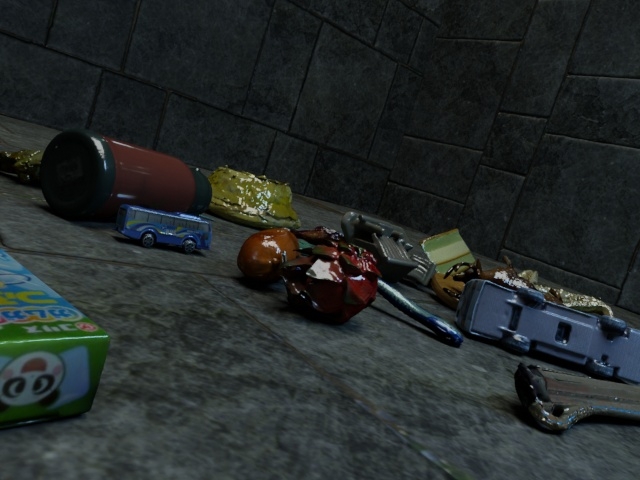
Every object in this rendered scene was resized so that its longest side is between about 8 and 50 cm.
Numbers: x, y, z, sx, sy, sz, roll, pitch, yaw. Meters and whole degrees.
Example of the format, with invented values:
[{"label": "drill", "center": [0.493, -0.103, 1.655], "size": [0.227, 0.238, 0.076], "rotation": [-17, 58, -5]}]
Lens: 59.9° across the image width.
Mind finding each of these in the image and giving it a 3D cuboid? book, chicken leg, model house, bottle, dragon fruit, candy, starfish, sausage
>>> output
[{"label": "book", "center": [-0.032, 0.020, 1.297], "size": [0.135, 0.017, 0.103], "rotation": [15, 8, -22]}, {"label": "chicken leg", "center": [0.003, -0.001, 1.430], "size": [0.205, 0.053, 0.093], "rotation": [23, -17, -12]}, {"label": "chicken leg", "center": [-0.583, -0.147, 1.062], "size": [0.178, 0.070, 0.093], "rotation": [12, 12, 13]}, {"label": "model house", "center": [0.166, 0.031, 1.291], "size": [0.229, 0.122, 0.188], "rotation": [19, 9, -35]}, {"label": "bottle", "center": [-0.326, -0.104, 1.018], "size": [0.144, 0.143, 0.336], "rotation": [21, 7, 23]}, {"label": "dragon fruit", "center": [0.015, 0.054, 0.784], "size": [0.142, 0.121, 0.130], "rotation": [-6, -28, 5]}, {"label": "candy", "center": [-0.239, 0.053, 0.375], "size": [0.195, 0.062, 0.097], "rotation": [24, 9, 35]}, {"label": "starfish", "center": [0.529, 0.157, 1.377], "size": [0.432, 0.082, 0.324], "rotation": [0, 24, -43]}, {"label": "sausage", "center": [-0.077, 0.023, 0.890], "size": [0.089, 0.089, 0.179], "rotation": [19, 6, 10]}]

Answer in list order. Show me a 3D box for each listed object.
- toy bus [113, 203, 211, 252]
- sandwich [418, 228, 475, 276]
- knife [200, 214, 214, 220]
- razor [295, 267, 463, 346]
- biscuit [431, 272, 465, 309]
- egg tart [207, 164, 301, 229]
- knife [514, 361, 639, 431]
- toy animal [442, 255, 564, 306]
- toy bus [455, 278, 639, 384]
[{"label": "toy bus", "center": [-0.249, -0.018, 0.892], "size": [0.153, 0.061, 0.051], "rotation": [10, 5, -38]}, {"label": "sandwich", "center": [0.292, 0.060, 1.444], "size": [0.187, 0.144, 0.117], "rotation": [-16, 73, -44]}, {"label": "knife", "center": [-0.295, -0.062, 1.328], "size": [0.091, 0.005, 0.014], "rotation": [19, 6, 7]}, {"label": "razor", "center": [0.101, 0.091, 0.946], "size": [0.324, 0.056, 0.093], "rotation": [23, 7, 35]}, {"label": "biscuit", "center": [0.331, 0.132, 1.211], "size": [0.221, 0.028, 0.142], "rotation": [30, 23, 32]}, {"label": "egg tart", "center": [-0.202, -0.125, 1.548], "size": [0.346, 0.132, 0.345], "rotation": [15, 7, -2]}, {"label": "knife", "center": [0.365, 0.214, 0.723], "size": [0.366, 0.043, 0.089], "rotation": [16, 40, -34]}, {"label": "toy animal", "center": [0.407, 0.097, 1.198], "size": [0.244, 0.087, 0.260], "rotation": [23, 17, 23]}, {"label": "toy bus", "center": [0.414, 0.161, 1.003], "size": [0.330, 0.108, 0.136], "rotation": [18, -4, -4]}]
